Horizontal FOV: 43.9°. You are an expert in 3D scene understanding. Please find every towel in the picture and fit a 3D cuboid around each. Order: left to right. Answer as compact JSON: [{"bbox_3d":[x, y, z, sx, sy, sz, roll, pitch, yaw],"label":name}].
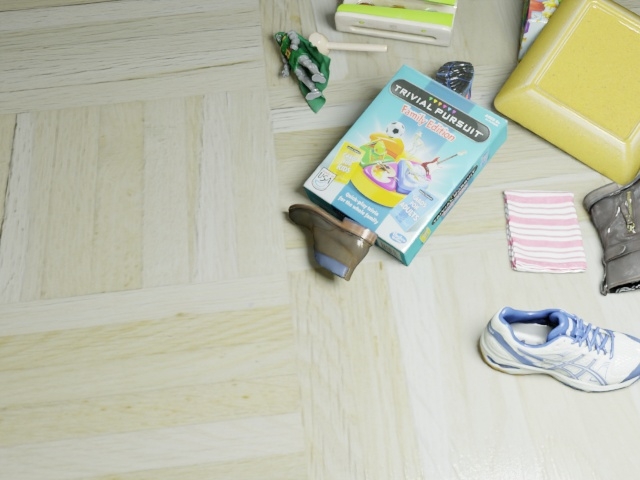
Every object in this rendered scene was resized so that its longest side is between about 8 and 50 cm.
[{"bbox_3d":[0.440,-0.024,1.562,0.144,0.029,0.197,1,56,2],"label":"towel"}]

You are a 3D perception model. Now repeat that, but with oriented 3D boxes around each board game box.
[{"bbox_3d":[0.169,-0.157,1.581,0.253,0.079,0.336,34,79,22],"label":"board game box"},{"bbox_3d":[0.544,-0.536,1.837,0.142,0.144,0.275,9,56,8],"label":"board game box"}]

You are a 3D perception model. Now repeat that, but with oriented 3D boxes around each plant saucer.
[{"bbox_3d":[0.585,-0.337,1.635,0.332,0.081,0.333,34,88,11],"label":"plant saucer"}]

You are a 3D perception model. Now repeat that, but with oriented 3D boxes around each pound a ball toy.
[{"bbox_3d":[0.148,-0.504,1.857,0.319,0.136,0.208,9,82,8],"label":"pound a ball toy"}]

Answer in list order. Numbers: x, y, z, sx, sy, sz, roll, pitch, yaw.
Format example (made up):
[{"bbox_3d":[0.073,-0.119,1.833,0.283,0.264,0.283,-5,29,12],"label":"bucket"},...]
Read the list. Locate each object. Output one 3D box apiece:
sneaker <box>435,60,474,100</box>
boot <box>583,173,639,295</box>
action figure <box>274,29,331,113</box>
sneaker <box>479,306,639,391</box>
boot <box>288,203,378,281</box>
[{"bbox_3d":[0.286,-0.297,1.715,0.083,0.087,0.221,7,62,13],"label":"sneaker"},{"bbox_3d":[0.631,-0.022,1.490,0.263,0.091,0.229,-26,50,25],"label":"boot"},{"bbox_3d":[-0.050,-0.407,1.793,0.063,0.137,0.232,-2,42,-29],"label":"action figure"},{"bbox_3d":[0.429,0.181,1.365,0.296,0.131,0.112,4,54,3],"label":"sneaker"},{"bbox_3d":[0.000,0.000,1.524,0.219,0.082,0.106,19,80,42],"label":"boot"}]
